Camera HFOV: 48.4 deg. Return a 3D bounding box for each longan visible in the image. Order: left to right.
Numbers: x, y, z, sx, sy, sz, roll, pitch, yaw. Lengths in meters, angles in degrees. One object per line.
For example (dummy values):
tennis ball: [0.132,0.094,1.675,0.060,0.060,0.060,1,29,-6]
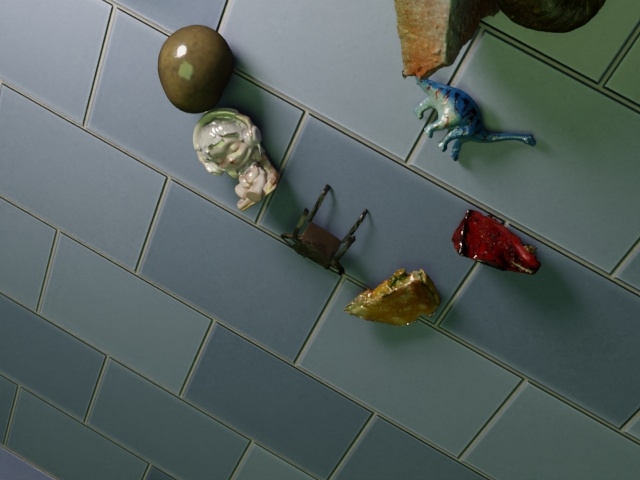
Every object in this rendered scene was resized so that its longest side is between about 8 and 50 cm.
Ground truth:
longan: [-0.269,-0.365,1.527,0.167,0.167,0.187,9,112,16]

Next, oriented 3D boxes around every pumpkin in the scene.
pumpkin: [0.395,-0.471,1.229,0.219,0.162,0.219,-12,125,-17]

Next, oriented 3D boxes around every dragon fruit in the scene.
dragon fruit: [0.381,0.010,1.519,0.192,0.122,0.092,27,107,8]

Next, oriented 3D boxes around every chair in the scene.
chair: [0.000,0.000,1.638,0.174,0.149,0.213,31,126,1]

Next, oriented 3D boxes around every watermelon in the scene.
watermelon: [0.239,-0.465,1.257,0.151,0.264,0.302,10,131,36]

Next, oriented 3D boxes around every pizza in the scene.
pizza: [0.180,0.138,1.689,0.226,0.069,0.147,-31,124,33]

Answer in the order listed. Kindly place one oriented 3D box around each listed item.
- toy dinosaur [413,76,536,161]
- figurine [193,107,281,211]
toy dinosaur: [0.268,-0.245,1.450,0.329,0.076,0.144,37,116,-4]
figurine: [-0.196,-0.194,1.604,0.162,0.141,0.236,-27,104,24]
